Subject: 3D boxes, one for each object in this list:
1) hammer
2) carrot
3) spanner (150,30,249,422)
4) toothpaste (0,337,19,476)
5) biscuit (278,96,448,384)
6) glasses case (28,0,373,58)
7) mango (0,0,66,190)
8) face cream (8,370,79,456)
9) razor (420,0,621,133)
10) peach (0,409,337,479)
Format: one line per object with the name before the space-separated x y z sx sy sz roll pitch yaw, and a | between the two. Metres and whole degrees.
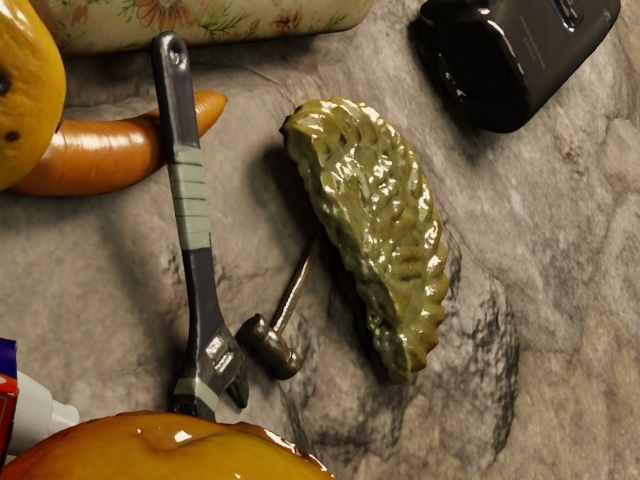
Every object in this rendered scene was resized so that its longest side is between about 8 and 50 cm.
hammer | 0.000 0.000 1.085 0.058 0.029 0.292 50 42 -25
carrot | -0.150 -0.073 0.921 0.271 0.066 0.062 -15 131 -53
spanner | -0.095 -0.004 0.934 0.087 0.024 0.315 -13 97 -58
toothpaste | -0.306 0.056 0.563 0.320 0.076 0.066 14 103 -18
biscuit | 0.062 -0.021 1.130 0.273 0.036 0.187 64 34 -17
glasses case | -0.091 -0.241 1.007 0.425 0.098 0.156 -17 105 -50
mango | -0.283 -0.128 0.705 0.295 0.177 0.120 33 14 -33
face cream | -0.250 0.075 0.711 0.252 0.101 0.101 33 53 -37
razor | 0.235 -0.258 1.383 0.189 0.107 0.327 59 42 -15
peach | -0.087 0.269 0.672 0.373 0.290 0.372 21 55 -34
